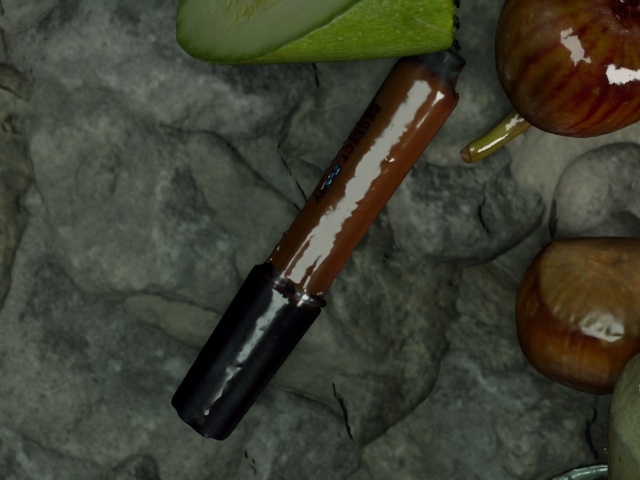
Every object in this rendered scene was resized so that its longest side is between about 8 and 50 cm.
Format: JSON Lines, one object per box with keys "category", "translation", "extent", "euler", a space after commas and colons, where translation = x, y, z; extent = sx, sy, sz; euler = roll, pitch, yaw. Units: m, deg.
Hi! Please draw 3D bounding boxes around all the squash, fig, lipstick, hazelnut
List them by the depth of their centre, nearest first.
{"category": "squash", "translation": [-0.009, -0.242, 1.104], "extent": [0.260, 0.189, 0.189], "euler": [1, 97, 6]}
{"category": "fig", "translation": [0.219, -0.156, 1.122], "extent": [0.175, 0.207, 0.175], "euler": [5, 65, -11]}
{"category": "hazelnut", "translation": [0.248, 0.067, 1.149], "extent": [0.150, 0.150, 0.150], "euler": [1, 97, 7]}
{"category": "lipstick", "translation": [0.000, 0.000, 1.191], "extent": [0.077, 0.077, 0.418], "euler": [34, 98, 2]}

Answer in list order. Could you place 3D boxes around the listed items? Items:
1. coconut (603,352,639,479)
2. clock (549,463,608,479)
{"category": "coconut", "translation": [0.375, 0.210, 1.035], "extent": [0.297, 0.297, 0.255], "euler": [-8, 130, 8]}
{"category": "clock", "translation": [0.268, 0.319, 1.172], "extent": [0.236, 0.053, 0.237], "euler": [-3, 76, 12]}
